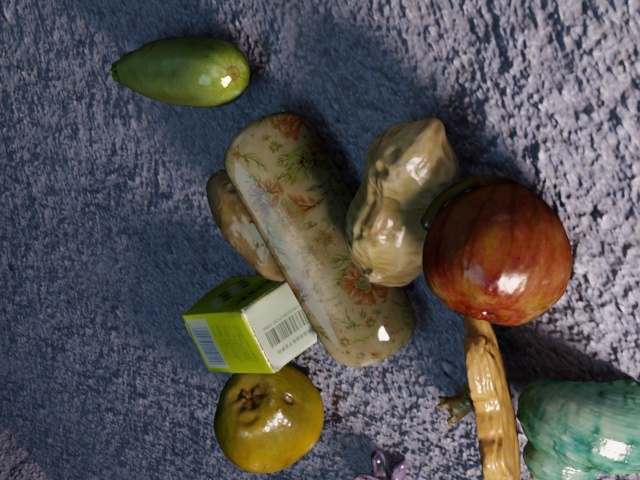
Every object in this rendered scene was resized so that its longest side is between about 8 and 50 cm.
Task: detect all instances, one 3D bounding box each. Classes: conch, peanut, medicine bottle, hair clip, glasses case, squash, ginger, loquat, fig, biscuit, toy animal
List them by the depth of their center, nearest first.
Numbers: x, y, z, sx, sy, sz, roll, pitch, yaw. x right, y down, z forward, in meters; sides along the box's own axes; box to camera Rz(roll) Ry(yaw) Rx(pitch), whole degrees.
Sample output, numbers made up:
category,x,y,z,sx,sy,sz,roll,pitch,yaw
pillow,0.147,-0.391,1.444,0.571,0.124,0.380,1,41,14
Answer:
category,x,y,z,sx,sy,sz,roll,pitch,yaw
fig,0.224,0.008,1.458,0.205,0.205,0.205,34,141,32
conch,0.351,0.269,1.549,0.196,0.134,0.202,46,146,19
peanut,0.111,-0.053,1.578,0.140,0.153,0.325,39,151,19
biscuit,0.243,0.229,1.585,0.376,0.051,0.269,64,-161,-58
glasses case,0.000,0.000,1.771,0.425,0.156,0.098,61,-177,-7
toy animal,0.231,0.253,1.791,0.083,0.081,0.060,-34,79,23
squash,-0.238,-0.280,1.889,0.370,0.118,0.118,11,126,53
ginger,-0.094,-0.035,1.889,0.267,0.138,0.152,46,-174,28
medicine bottle,-0.129,0.155,2.097,0.250,0.137,0.141,-7,111,55
hair clip,0.133,0.497,2.103,0.137,0.090,0.278,15,138,31
loquat,-0.094,0.341,2.156,0.213,0.213,0.246,36,170,30

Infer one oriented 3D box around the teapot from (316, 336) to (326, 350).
category,x,y,z,sx,sy,sz,roll,pitch,yaw
teapot,0.020,0.153,1.975,0.063,0.049,0.083,52,148,8
